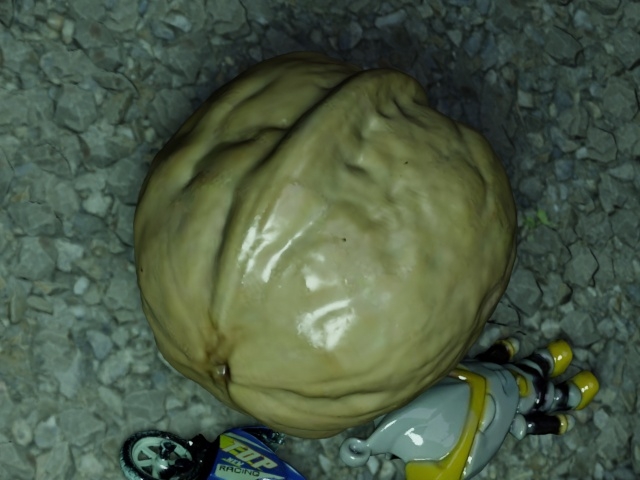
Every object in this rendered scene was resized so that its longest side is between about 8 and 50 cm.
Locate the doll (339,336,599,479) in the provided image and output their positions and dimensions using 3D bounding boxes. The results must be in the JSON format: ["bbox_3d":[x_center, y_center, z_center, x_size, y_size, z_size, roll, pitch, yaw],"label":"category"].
[{"bbox_3d":[0.153,0.181,1.898,0.316,0.103,0.145,-14,78,-35],"label":"doll"}]

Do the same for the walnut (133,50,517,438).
[{"bbox_3d":[0.000,0.000,1.745,0.381,0.381,0.381,8,72,-25],"label":"walnut"}]

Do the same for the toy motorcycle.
[{"bbox_3d":[-0.041,0.261,1.732,0.315,0.113,0.169,35,35,25],"label":"toy motorcycle"}]
